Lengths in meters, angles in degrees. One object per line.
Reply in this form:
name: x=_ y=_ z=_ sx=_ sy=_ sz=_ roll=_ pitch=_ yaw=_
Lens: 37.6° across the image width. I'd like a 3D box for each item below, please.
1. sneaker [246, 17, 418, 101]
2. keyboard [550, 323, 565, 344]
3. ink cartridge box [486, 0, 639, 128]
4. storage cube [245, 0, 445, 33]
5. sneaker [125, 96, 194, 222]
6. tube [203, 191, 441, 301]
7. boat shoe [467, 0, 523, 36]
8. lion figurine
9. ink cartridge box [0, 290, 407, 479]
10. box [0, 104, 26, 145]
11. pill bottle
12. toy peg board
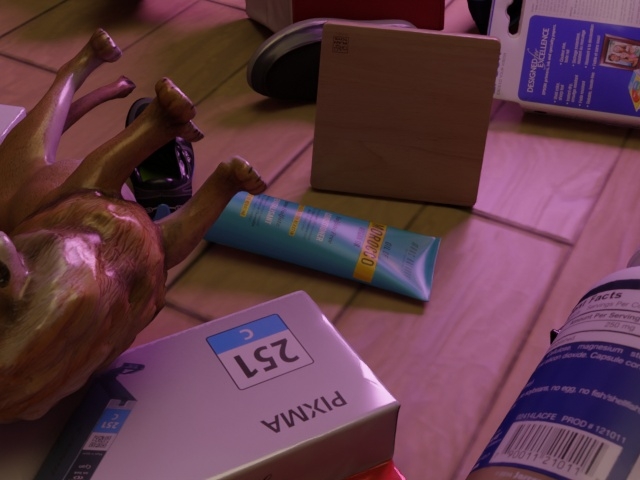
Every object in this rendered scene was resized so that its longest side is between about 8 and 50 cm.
sneaker: x=0.039 y=-0.181 z=1.013 sx=0.222 sy=0.083 sz=0.118 roll=-15 pitch=43 yaw=-22
keyboard: x=0.304 y=0.147 z=0.673 sx=0.201 sy=0.033 sz=0.317 roll=-29 pitch=48 yaw=-34
ink cartridge box: x=0.287 y=-0.234 z=1.027 sx=0.208 sy=0.045 sz=0.206 roll=10 pitch=84 yaw=5
storage cube: x=0.023 y=-0.349 z=1.108 sx=0.193 sy=0.215 sz=0.183 roll=-13 pitch=30 yaw=-18
sneaker: x=-0.150 y=-0.083 z=0.885 sx=0.067 sy=0.078 sz=0.188 roll=-5 pitch=40 yaw=-11
tube: x=0.000 y=0.000 z=0.824 sx=0.207 sy=0.052 sz=0.080 roll=15 pitch=50 yaw=4
boat shoe: x=0.271 y=-0.342 z=1.227 sx=0.258 sy=0.089 sz=0.109 roll=-31 pitch=37 yaw=-28
lion figurine: x=-0.191 y=-0.022 z=0.708 sx=0.240 sy=0.142 sz=0.392 roll=-44 pitch=24 yaw=-3
ink cartridge box: x=-0.077 y=0.171 z=0.591 sx=0.296 sy=0.066 sz=0.261 roll=-19 pitch=43 yaw=-24
box: x=-0.343 y=-0.044 z=0.815 sx=0.130 sy=0.091 sz=0.170 roll=9 pitch=39 yaw=6
pill bottle: x=0.203 y=0.111 z=0.574 sx=0.153 sy=0.153 sz=0.264 roll=26 pitch=58 yaw=26
toy peg board: x=0.080 y=-0.129 z=0.905 sx=0.161 sy=0.160 sz=0.079 roll=7 pitch=24 yaw=4
